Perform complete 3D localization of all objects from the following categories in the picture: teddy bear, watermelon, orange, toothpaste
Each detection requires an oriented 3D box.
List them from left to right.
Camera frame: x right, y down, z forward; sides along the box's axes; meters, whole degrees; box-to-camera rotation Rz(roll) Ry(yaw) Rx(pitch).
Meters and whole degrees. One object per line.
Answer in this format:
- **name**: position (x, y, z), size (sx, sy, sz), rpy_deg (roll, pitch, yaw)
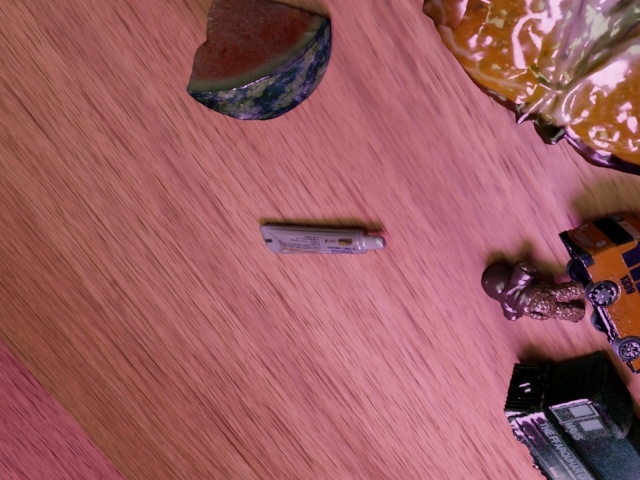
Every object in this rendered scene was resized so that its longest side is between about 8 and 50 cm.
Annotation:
- **watermelon**: position (-0.089, -0.276, 0.887), size (0.207, 0.136, 0.202), rpy_deg (-37, 106, 28)
- **toothpaste**: position (0.000, 0.000, 1.086), size (0.255, 0.037, 0.067), rpy_deg (1, 128, 35)
- **teddy bear**: position (0.319, 0.085, 0.927), size (0.160, 0.078, 0.119), rpy_deg (14, 132, 21)
- **orange**: position (0.308, -0.231, 0.604), size (0.369, 0.210, 0.271), rpy_deg (35, 155, 6)

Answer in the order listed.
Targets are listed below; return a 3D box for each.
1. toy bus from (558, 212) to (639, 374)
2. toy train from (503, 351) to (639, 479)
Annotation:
- **toy bus**: position (0.412, 0.065, 0.827), size (0.114, 0.098, 0.201), rpy_deg (-28, 108, 12)
- **toy train**: position (0.441, 0.329, 0.996), size (0.178, 0.138, 0.330), rpy_deg (-29, 105, 37)
